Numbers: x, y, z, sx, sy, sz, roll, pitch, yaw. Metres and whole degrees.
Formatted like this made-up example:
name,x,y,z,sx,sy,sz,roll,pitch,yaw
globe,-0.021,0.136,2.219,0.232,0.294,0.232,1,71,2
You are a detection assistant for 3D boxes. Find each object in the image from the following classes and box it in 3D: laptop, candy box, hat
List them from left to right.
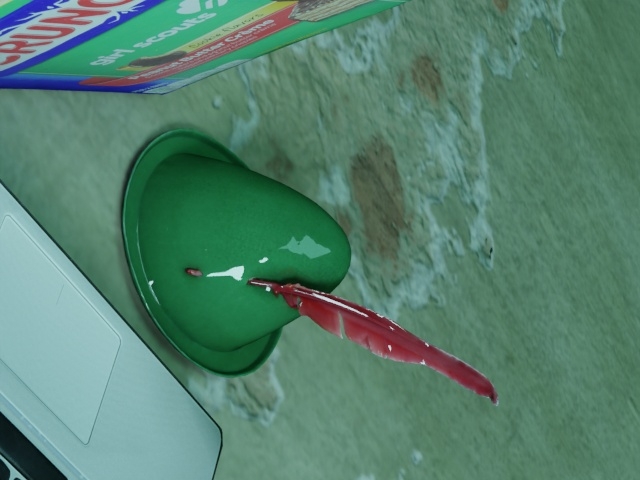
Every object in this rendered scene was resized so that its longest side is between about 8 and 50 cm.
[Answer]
name,x,y,z,sx,sy,sz,roll,pitch,yaw
laptop,-0.098,0.130,0.744,0.382,0.236,0.408,54,35,-38
candy box,-0.104,-0.176,0.930,0.317,0.268,0.122,-3,78,-55
hat,0.000,0.000,1.100,0.208,0.183,0.173,44,46,-40
